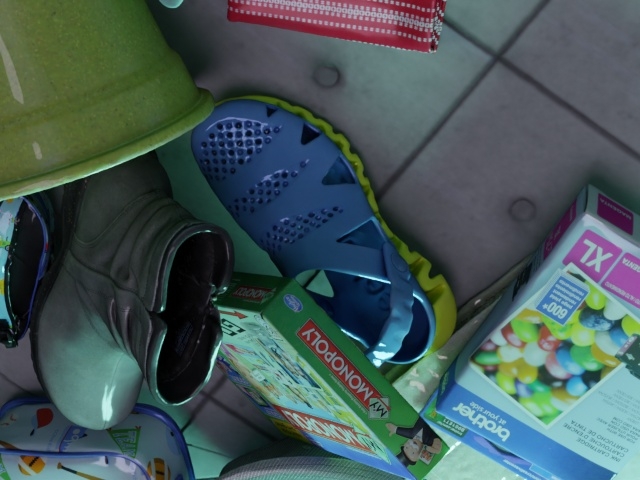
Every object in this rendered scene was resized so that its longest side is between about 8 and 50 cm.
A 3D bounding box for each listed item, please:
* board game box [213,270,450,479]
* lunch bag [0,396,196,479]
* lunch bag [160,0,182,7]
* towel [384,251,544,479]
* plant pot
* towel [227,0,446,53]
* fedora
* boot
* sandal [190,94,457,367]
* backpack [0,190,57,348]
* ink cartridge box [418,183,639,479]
[{"bbox_3d":[-0.029,0.115,1.640,0.046,0.317,0.213,-46,107,-15],"label":"board game box"},{"bbox_3d":[-0.230,0.311,1.881,0.243,0.115,0.303,-1,121,18],"label":"lunch bag"},{"bbox_3d":[-0.130,-0.303,1.365,0.223,0.262,0.160,44,108,-1],"label":"lunch bag"},{"bbox_3d":[0.189,0.144,1.733,0.187,0.049,0.282,41,119,-15],"label":"towel"},{"bbox_3d":[-0.259,-0.194,1.520,0.276,0.276,0.253,-12,106,19],"label":"plant pot"},{"bbox_3d":[0.023,-0.294,1.509,0.199,0.031,0.274,11,123,7],"label":"towel"},{"bbox_3d":[-0.018,0.282,1.815,0.276,0.124,0.243,-1,124,0],"label":"fedora"},{"bbox_3d":[-0.174,0.086,1.620,0.118,0.222,0.338,-11,128,-25],"label":"boot"},{"bbox_3d":[0.000,0.000,1.623,0.317,0.138,0.126,46,118,-6],"label":"sandal"},{"bbox_3d":[-0.329,-0.007,1.712,0.158,0.117,0.173,20,124,0],"label":"backpack"},{"bbox_3d":[0.238,0.116,1.645,0.186,0.065,0.311,30,123,-7],"label":"ink cartridge box"}]
